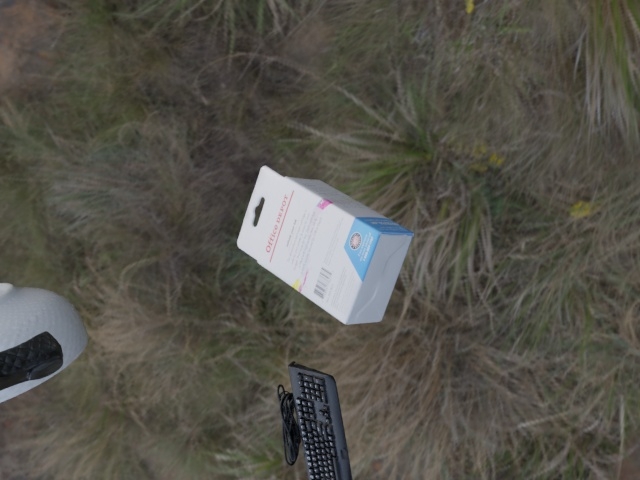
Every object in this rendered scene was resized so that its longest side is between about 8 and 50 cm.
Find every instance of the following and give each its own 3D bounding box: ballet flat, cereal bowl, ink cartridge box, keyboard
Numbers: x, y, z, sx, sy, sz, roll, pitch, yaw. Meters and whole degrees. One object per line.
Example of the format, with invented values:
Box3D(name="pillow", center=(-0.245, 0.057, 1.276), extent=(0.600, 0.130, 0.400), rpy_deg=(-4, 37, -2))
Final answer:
Box3D(name="ballet flat", center=(-0.375, 0.144, 0.949), extent=(0.049, 0.173, 0.057), rpy_deg=(51, 126, 25))
Box3D(name="cereal bowl", center=(-0.594, 0.171, 1.472), extent=(0.339, 0.339, 0.141), rpy_deg=(-6, 110, 29))
Box3D(name="ink cartridge box", center=(0.000, 0.000, 0.893), extent=(0.181, 0.061, 0.104), rpy_deg=(33, 111, 37))
Box3D(name="keyboard", center=(-0.012, 0.234, 0.951), extent=(0.100, 0.038, 0.192), rpy_deg=(8, 113, 48))
